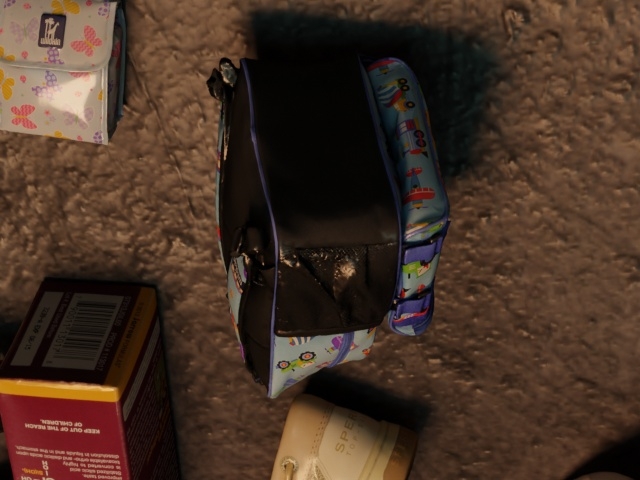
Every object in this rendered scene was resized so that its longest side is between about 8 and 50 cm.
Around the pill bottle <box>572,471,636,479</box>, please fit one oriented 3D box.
[{"bbox_3d":[0.297,0.333,1.016,0.392,0.224,0.224,30,125,-10],"label":"pill bottle"}]

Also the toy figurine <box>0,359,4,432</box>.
[{"bbox_3d":[-0.274,0.177,1.017,0.148,0.209,0.213,15,127,14],"label":"toy figurine"}]

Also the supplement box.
[{"bbox_3d":[-0.148,0.132,1.027,0.080,0.104,0.188,4,126,9],"label":"supplement box"}]

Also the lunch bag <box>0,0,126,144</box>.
[{"bbox_3d":[-0.150,-0.102,0.893,0.071,0.053,0.083,9,117,3],"label":"lunch bag"}]

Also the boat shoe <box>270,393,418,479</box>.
[{"bbox_3d":[-0.034,0.232,1.081,0.098,0.109,0.302,25,120,-1],"label":"boat shoe"}]

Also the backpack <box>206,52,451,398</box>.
[{"bbox_3d":[0.000,0.000,0.880,0.116,0.158,0.173,-5,140,-8],"label":"backpack"}]
